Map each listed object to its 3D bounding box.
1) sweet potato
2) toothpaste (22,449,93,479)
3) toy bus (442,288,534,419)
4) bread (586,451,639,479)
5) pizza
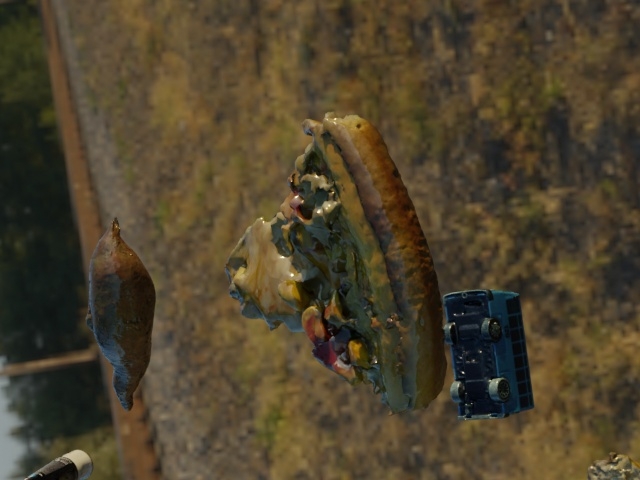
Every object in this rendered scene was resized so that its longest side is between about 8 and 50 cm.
[{"bbox_3d":[-0.189,0.087,1.425,0.068,0.068,0.226,-112,18,-55],"label":"sweet potato"},{"bbox_3d":[-0.387,0.339,2.054,0.071,0.045,0.193,-52,-13,22],"label":"toothpaste"},{"bbox_3d":[0.243,0.161,2.146,0.090,0.106,0.184,-8,88,44],"label":"toy bus"},{"bbox_3d":[0.394,0.356,1.824,0.380,0.109,0.185,27,-120,-63],"label":"bread"},{"bbox_3d":[0.000,0.000,1.321,0.288,0.074,0.251,24,123,44],"label":"pizza"}]
